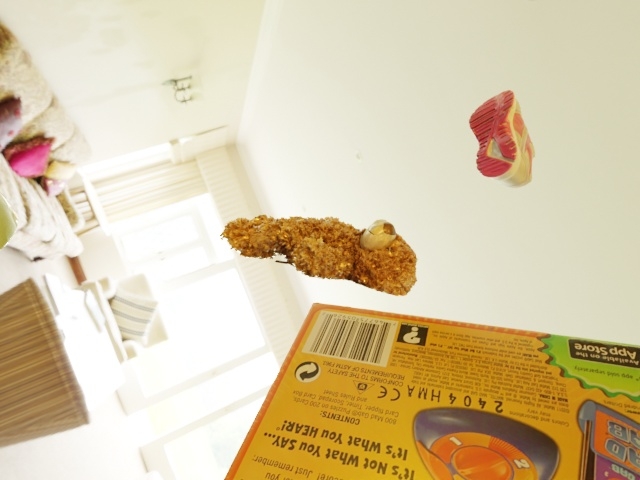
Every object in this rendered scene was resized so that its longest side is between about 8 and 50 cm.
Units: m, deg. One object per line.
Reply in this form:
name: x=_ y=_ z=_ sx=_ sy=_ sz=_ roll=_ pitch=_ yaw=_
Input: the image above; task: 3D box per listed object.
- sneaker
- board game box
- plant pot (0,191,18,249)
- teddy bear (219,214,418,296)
sneaker: x=0.384 y=-0.206 z=0.920 sx=0.103 sy=0.111 sz=0.252 roll=-20 pitch=-133 yaw=43
board game box: x=0.121 y=0.326 z=0.422 sx=0.357 sy=0.356 sz=0.355 roll=5 pitch=-55 yaw=20
plant pot: x=-0.582 y=-0.101 z=0.523 sx=0.274 sy=0.275 sz=0.293 roll=49 pitch=-29 yaw=48
teddy bear: x=0.000 y=0.000 z=0.750 sx=0.338 sy=0.245 sz=0.112 roll=14 pitch=-85 yaw=35
